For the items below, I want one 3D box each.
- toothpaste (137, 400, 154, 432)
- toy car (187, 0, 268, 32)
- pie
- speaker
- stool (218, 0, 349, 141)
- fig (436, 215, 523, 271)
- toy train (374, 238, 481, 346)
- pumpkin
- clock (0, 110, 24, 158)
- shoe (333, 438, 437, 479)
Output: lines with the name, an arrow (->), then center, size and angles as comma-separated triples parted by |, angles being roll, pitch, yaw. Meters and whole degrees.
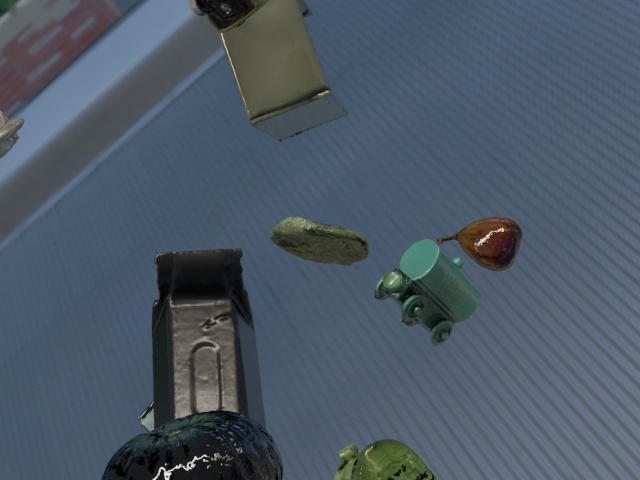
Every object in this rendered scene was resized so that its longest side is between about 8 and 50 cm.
toothpaste -> -0.216, 0.404, 2.032 | 0.071, 0.089, 0.313 | -49, 50, -6
toy car -> -0.167, -0.427, 1.572 | 0.101, 0.256, 0.124 | -24, 18, 41
pie -> 0.000, 0.000, 2.026 | 0.187, 0.187, 0.041 | -4, 66, 41
speaker -> -0.179, 0.223, 1.744 | 0.180, 0.184, 0.388 | -5, 54, -6
stool -> -0.075, -0.353, 2.231 | 0.170, 0.243, 0.270 | -20, -6, 8
fig -> 0.245, -0.002, 1.718 | 0.125, 0.089, 0.089 | 14, 56, 10
toy train -> 0.202, 0.093, 2.031 | 0.159, 0.248, 0.101 | -47, 52, -1
pumpkin -> -0.137, 0.264, 1.211 | 0.202, 0.140, 0.202 | -17, 4, 1
clock -> -0.381, -0.085, 1.124 | 0.191, 0.062, 0.151 | -9, 27, 50
shoe -> 0.116, 0.361, 1.409 | 0.140, 0.262, 0.128 | -38, 14, -24
